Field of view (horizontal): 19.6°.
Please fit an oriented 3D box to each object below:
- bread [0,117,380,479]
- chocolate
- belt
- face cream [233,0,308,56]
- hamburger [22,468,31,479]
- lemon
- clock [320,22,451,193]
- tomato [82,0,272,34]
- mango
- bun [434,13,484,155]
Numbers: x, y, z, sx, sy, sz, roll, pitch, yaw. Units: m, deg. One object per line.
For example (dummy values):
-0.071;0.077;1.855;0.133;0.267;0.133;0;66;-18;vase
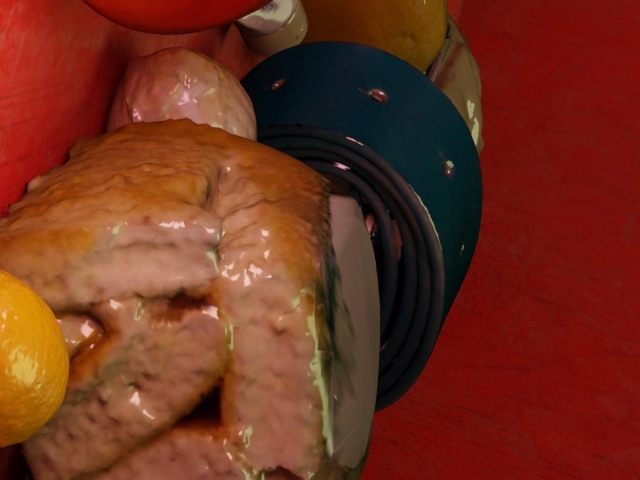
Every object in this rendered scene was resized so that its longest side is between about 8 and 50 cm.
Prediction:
-0.084;0.119;1.433;0.239;0.264;0.395;-71;155;-69;bread
-0.115;-0.065;1.614;0.309;0.134;0.134;88;21;-66;chocolate
0.000;-0.002;1.904;0.173;0.300;0.436;-61;169;-45;belt
-0.069;-0.267;1.785;0.224;0.070;0.114;64;40;-60;face cream
-0.176;0.187;1.715;0.265;0.134;0.285;46;64;-78;hamburger
-0.228;0.075;1.237;0.155;0.114;0.114;68;37;-50;lemon
0.029;-0.173;2.127;0.083;0.186;0.253;81;27;-60;clock
-0.078;-0.262;1.298;0.260;0.180;0.260;24;90;-86;tomato
0.033;-0.279;1.924;0.332;0.195;0.142;82;20;-44;mango
0.125;-0.165;2.642;0.365;0.219;0.365;14;90;-83;bun
